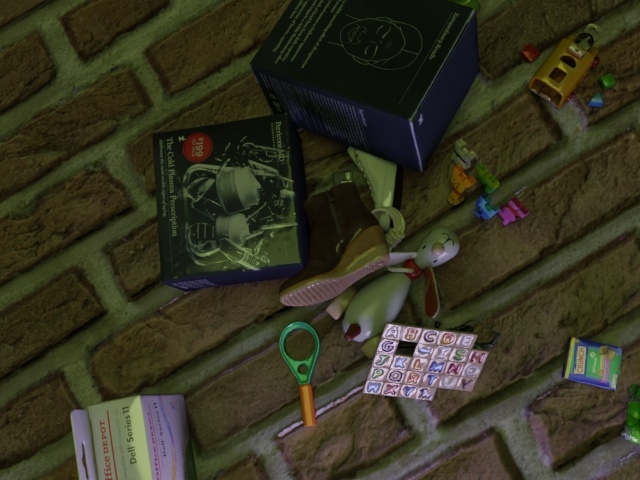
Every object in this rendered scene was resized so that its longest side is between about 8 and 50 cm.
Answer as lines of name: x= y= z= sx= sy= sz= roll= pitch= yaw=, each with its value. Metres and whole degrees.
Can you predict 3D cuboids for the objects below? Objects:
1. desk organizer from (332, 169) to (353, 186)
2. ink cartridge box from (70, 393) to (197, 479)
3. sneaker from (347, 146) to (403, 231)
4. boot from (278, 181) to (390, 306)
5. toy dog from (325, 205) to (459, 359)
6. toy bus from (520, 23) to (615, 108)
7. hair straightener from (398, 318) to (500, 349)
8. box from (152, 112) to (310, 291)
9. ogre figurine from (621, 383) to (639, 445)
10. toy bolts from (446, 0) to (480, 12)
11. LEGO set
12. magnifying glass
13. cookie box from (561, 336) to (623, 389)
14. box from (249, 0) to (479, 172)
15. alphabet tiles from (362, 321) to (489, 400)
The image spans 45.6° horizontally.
desk organizer: x=0.059 y=-0.090 z=1.742 sx=0.047 sy=0.050 sz=0.130 roll=-7 pitch=79 yaw=6
ink cartridge box: x=-0.368 y=0.423 z=1.547 sx=0.119 sy=0.353 sz=0.207 roll=-13 pitch=78 yaw=5
sneaker: x=0.122 y=-0.155 z=1.728 sx=0.123 sy=0.106 sz=0.290 roll=-1 pitch=70 yaw=14
boot: x=0.003 y=0.007 z=1.554 sx=0.248 sy=0.090 sz=0.207 roll=-25 pitch=58 yaw=-2
toy dog: x=0.141 y=0.108 z=1.590 sx=0.220 sy=0.161 sz=0.334 roll=25 pitch=106 yaw=8
toy bus: x=0.560 y=-0.401 z=1.706 sx=0.190 sy=0.104 sz=0.202 roll=-9 pitch=79 yaw=6
hair straightener: x=0.274 y=0.213 z=1.657 sx=0.230 sy=0.047 sz=0.089 roll=-11 pitch=78 yaw=5
box: x=-0.192 y=-0.079 z=1.706 sx=0.312 sy=0.179 sz=0.344 roll=-8 pitch=78 yaw=7
ogre figurine: x=0.701 y=0.394 z=1.548 sx=0.197 sy=0.097 sz=0.118 roll=43 pitch=69 yaw=-2
toy bolts: x=0.215 y=-0.549 z=1.745 sx=0.228 sy=0.218 sz=0.158 roll=37 pitch=92 yaw=30
LEGO set: x=0.342 y=-0.105 z=1.698 sx=0.087 sy=0.093 sz=0.227 roll=-27 pitch=69 yaw=-30
magnifying glass: x=-0.038 y=0.295 z=1.696 sx=0.092 sy=0.026 sz=0.231 roll=-9 pitch=79 yaw=6
cookie box: x=0.574 y=0.259 z=1.612 sx=0.107 sy=0.040 sz=0.092 roll=11 pitch=82 yaw=10
box: x=0.103 y=-0.375 z=1.651 sx=0.395 sy=0.212 sz=0.294 roll=24 pitch=73 yaw=24
alphabet tiles: x=0.225 y=0.262 z=1.600 sx=0.237 sy=0.009 sz=0.198 roll=8 pitch=123 yaw=-10
